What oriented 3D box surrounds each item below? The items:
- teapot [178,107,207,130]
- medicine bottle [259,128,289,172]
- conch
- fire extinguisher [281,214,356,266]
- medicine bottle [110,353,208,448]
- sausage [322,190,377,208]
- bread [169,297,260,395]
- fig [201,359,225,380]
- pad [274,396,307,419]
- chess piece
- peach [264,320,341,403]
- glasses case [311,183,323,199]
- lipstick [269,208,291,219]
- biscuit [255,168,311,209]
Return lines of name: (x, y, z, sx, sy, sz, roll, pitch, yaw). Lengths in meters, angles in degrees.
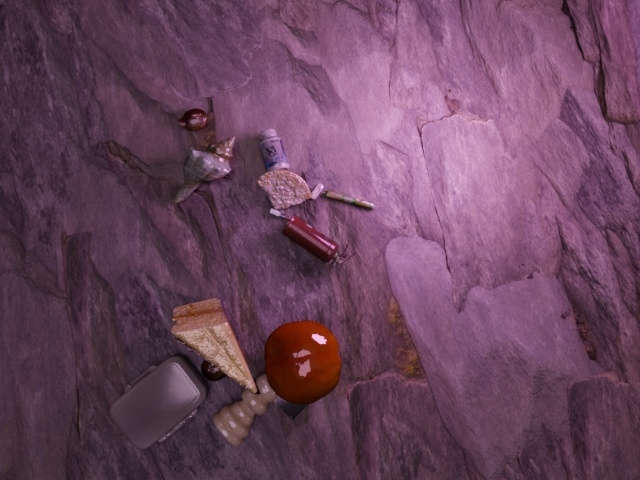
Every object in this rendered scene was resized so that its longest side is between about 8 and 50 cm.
teapot: (-0.589, -0.562, 1.866, 0.129, 0.078, 0.098, -19, 86, -4)
medicine bottle: (-0.219, -0.407, 1.859, 0.106, 0.107, 0.192, -17, 87, -4)
conch: (-0.534, -0.338, 1.812, 0.386, 0.170, 0.203, -36, 63, -7)
fire extinguisher: (0.000, 0.000, 1.834, 0.336, 0.106, 0.147, 34, 96, -1)
medicine bottle: (-0.684, 0.683, 1.732, 0.375, 0.123, 0.282, -39, 89, -5)
sausage: (0.138, -0.191, 1.898, 0.268, 0.033, 0.033, 15, 84, -2)
bread: (-0.442, 0.449, 1.677, 0.242, 0.345, 0.405, -20, 94, -12)
fig: (-0.442, 0.549, 1.768, 0.154, 0.103, 0.109, -27, 109, 3)
pad: (-0.096, 0.666, 1.826, 0.243, 0.004, 0.164, -44, 89, -6)
chess piece: (-0.300, 0.711, 1.741, 0.299, 0.167, 0.167, -43, 89, -10)
peach: (-0.084, 0.506, 1.682, 0.301, 0.342, 0.343, -2, 85, -17)
glasses case: (-0.018, -0.230, 1.898, 0.032, 0.021, 0.083, 36, 84, -2)
lipstick: (-0.185, -0.117, 1.878, 0.107, 0.025, 0.025, 23, 84, -6)
biscuit: (-0.169, -0.229, 1.847, 0.265, 0.040, 0.188, 19, 111, -19)
